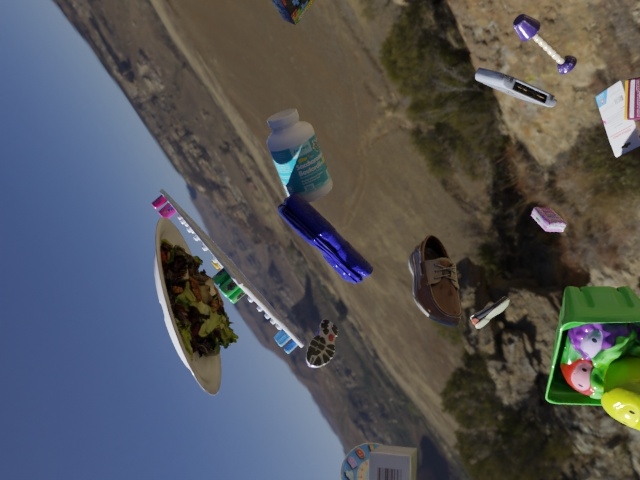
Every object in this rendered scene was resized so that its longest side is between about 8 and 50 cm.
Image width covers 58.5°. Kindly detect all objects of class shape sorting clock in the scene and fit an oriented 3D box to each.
[{"bbox_3d":[0.161,0.696,1.677,0.206,0.206,0.040,55,149,25],"label":"shape sorting clock"}]

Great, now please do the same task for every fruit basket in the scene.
[{"bbox_3d":[0.755,0.345,1.484,0.392,0.283,0.392,-1,-90,-79],"label":"fruit basket"}]

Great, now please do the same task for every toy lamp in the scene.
[{"bbox_3d":[0.751,-0.661,1.918,0.274,0.080,0.080,28,-172,-26],"label":"toy lamp"}]

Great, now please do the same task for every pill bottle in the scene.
[{"bbox_3d":[-0.068,-0.251,1.697,0.264,0.146,0.146,68,170,-26],"label":"pill bottle"}]

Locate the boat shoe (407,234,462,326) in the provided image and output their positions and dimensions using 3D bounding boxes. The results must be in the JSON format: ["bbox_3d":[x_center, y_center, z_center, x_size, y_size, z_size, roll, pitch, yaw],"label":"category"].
[{"bbox_3d":[0.322,0.101,1.590,0.324,0.123,0.116,-103,26,-52],"label":"boat shoe"}]

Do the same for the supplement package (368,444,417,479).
[{"bbox_3d":[0.186,0.585,1.450,0.179,0.105,0.105,41,-131,-70],"label":"supplement package"}]

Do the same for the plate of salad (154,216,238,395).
[{"bbox_3d":[-0.132,0.067,0.622,0.200,0.048,0.200,164,90,-88],"label":"plate of salad"}]

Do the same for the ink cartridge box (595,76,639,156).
[{"bbox_3d":[0.816,-0.326,1.523,0.104,0.061,0.181,135,123,-75],"label":"ink cartridge box"}]

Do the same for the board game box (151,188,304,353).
[{"bbox_3d":[-0.232,0.086,1.439,0.390,0.050,0.390,44,172,36],"label":"board game box"}]

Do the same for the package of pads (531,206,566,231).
[{"bbox_3d":[0.566,-0.052,1.417,0.083,0.050,0.032,-105,22,-58],"label":"package of pads"}]

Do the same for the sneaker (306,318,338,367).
[{"bbox_3d":[0.002,0.277,1.473,0.068,0.071,0.170,30,-150,2],"label":"sneaker"}]

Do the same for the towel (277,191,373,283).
[{"bbox_3d":[0.000,0.000,1.617,0.308,0.076,0.227,45,170,-5],"label":"towel"}]

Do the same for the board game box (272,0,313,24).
[{"bbox_3d":[-0.050,-0.619,1.333,0.048,0.170,0.141,33,177,25],"label":"board game box"}]

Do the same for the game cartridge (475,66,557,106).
[{"bbox_3d":[0.760,-0.601,2.242,0.297,0.062,0.198,12,-166,-28],"label":"game cartridge"}]

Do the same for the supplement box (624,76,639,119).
[{"bbox_3d":[0.829,-0.345,1.360,0.188,0.080,0.104,-156,62,-71],"label":"supplement box"}]

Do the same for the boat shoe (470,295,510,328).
[{"bbox_3d":[0.518,0.213,1.747,0.049,0.137,0.043,21,-148,-42],"label":"boat shoe"}]
